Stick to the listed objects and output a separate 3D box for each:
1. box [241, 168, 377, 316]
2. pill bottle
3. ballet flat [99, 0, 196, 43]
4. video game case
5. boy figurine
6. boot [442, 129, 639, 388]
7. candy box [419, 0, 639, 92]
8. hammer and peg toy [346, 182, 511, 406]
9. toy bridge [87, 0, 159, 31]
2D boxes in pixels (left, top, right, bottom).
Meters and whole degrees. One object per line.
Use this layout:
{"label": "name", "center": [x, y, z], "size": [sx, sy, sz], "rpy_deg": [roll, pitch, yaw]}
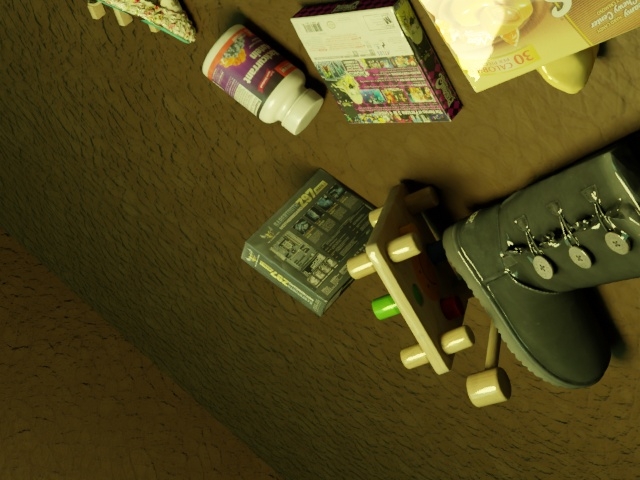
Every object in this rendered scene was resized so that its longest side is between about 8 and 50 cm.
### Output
{"label": "box", "center": [0.000, 0.000, 2.135], "size": [0.183, 0.232, 0.059], "rpy_deg": [36, 145, 11]}
{"label": "pill bottle", "center": [-0.094, -0.267, 2.015], "size": [0.193, 0.108, 0.108], "rpy_deg": [38, 152, 6]}
{"label": "ballet flat", "center": [-0.305, -0.419, 2.061], "size": [0.241, 0.077, 0.091], "rpy_deg": [22, -161, -32]}
{"label": "video game case", "center": [0.084, -0.275, 1.851], "size": [0.232, 0.042, 0.210], "rpy_deg": [5, 134, 49]}
{"label": "boy figurine", "center": [0.248, -0.309, 1.551], "size": [0.285, 0.092, 0.177], "rpy_deg": [40, 151, 2]}
{"label": "boot", "center": [0.427, 0.048, 1.789], "size": [0.367, 0.146, 0.445], "rpy_deg": [45, 147, -10]}
{"label": "candy box", "center": [0.279, -0.317, 1.396], "size": [0.317, 0.087, 0.183], "rpy_deg": [-20, 116, 35]}
{"label": "hammer and peg toy", "center": [0.192, 0.101, 2.003], "size": [0.127, 0.266, 0.361], "rpy_deg": [-23, 109, 24]}
{"label": "toy bridge", "center": [-0.371, -0.432, 2.219], "size": [0.188, 0.026, 0.063], "rpy_deg": [19, 142, 36]}
